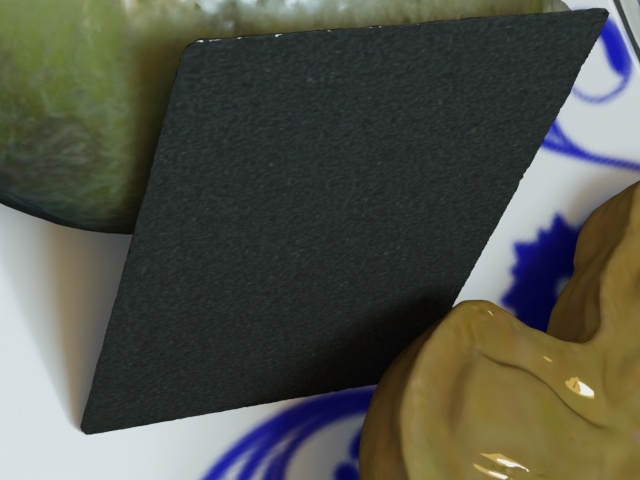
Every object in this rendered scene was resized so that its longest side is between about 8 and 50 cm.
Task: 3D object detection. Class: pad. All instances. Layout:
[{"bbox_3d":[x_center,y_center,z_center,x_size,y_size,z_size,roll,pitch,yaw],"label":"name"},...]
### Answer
[{"bbox_3d":[0.000,0.000,0.568,0.143,0.211,0.003,-7,56,-24],"label":"pad"}]

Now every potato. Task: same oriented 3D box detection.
[{"bbox_3d":[-0.026,-0.091,0.571,0.251,0.159,0.174,3,115,-15],"label":"potato"}]

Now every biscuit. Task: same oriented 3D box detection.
[{"bbox_3d":[0.157,0.139,0.621,0.312,0.057,0.351,-8,71,-38],"label":"biscuit"}]
